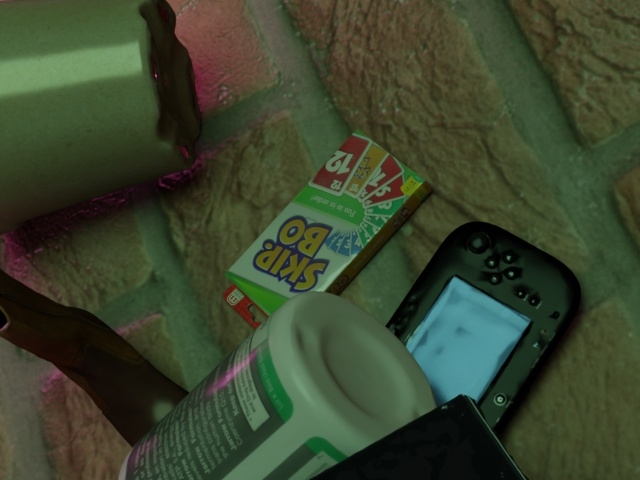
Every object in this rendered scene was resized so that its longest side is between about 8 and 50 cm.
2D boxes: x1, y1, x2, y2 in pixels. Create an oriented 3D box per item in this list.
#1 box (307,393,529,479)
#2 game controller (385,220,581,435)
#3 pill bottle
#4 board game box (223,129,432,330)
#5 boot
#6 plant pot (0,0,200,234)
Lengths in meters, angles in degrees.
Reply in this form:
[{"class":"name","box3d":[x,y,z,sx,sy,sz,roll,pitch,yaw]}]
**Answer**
[{"class":"box","box3d":[0.058,0.333,1.160,0.296,0.294,0.183,-28,56,-9]},{"class":"game controller","box3d":[0.135,0.135,1.398,0.166,0.067,0.319,29,81,34]},{"class":"pill bottle","box3d":[-0.071,0.232,1.310,0.361,0.204,0.204,-44,52,27]},{"class":"board game box","box3d":[0.000,0.000,1.552,0.259,0.039,0.124,-49,55,-1]},{"class":"boot","box3d":[-0.258,0.129,1.457,0.096,0.280,0.264,-42,55,1]},{"class":"plant pot","box3d":[-0.323,-0.173,1.643,0.305,0.334,0.334,-10,61,9]}]
